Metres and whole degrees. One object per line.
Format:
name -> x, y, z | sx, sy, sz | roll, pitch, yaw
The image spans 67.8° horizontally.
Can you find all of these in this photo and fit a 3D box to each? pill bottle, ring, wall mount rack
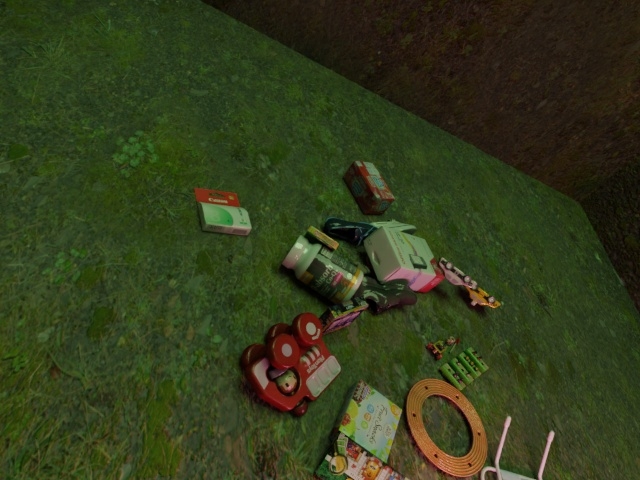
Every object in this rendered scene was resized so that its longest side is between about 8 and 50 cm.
pill bottle -> 0.006, 0.109, 1.763 | 0.279, 0.162, 0.162 | 33, 39, -3
ring -> 0.432, 0.640, 1.648 | 0.337, 0.032, 0.336 | 19, 43, -19
wall mount rack -> 0.712, 0.790, 1.624 | 0.350, 0.130, 0.304 | 23, 41, -17

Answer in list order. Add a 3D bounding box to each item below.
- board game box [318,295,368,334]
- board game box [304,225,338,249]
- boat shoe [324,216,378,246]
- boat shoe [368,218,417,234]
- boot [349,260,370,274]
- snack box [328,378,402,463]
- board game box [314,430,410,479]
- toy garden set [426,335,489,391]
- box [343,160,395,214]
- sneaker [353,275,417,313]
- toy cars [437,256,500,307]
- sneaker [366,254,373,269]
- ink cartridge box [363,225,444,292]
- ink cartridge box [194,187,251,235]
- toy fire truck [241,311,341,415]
board game box -> 0.067, 0.266, 1.665 | 0.170, 0.141, 0.048 | -12, 60, -43
board game box -> 0.000, 0.000, 1.830 | 0.124, 0.039, 0.259 | 33, -4, -1
boat shoe -> 0.140, -0.024, 2.054 | 0.259, 0.108, 0.089 | 7, 34, -10
boat shoe -> 0.336, -0.056, 2.229 | 0.268, 0.096, 0.088 | -8, 61, -31
boot -> 0.169, 0.126, 1.950 | 0.087, 0.042, 0.118 | 13, 35, -39
snack box -> 0.145, 0.567, 1.479 | 0.175, 0.070, 0.207 | 37, 41, 0
board game box -> 0.124, 0.671, 1.345 | 0.260, 0.030, 0.136 | 35, 72, -1
toy garden set -> 0.550, 0.459, 1.888 | 0.244, 0.049, 0.203 | -13, 56, -46
box -> 0.234, -0.257, 2.324 | 0.128, 0.122, 0.256 | -1, 52, -37
sneaker -> 0.250, 0.234, 1.879 | 0.287, 0.109, 0.130 | 10, 51, -15
toy cars -> 0.648, 0.208, 2.126 | 0.394, 0.087, 0.176 | 35, 4, -32
sneaker -> 0.242, 0.106, 2.036 | 0.057, 0.047, 0.119 | -18, 71, -52
ink cartridge box -> 0.357, 0.084, 2.033 | 0.306, 0.131, 0.226 | 15, 43, -42
ink cartridge box -> -0.372, -0.124, 1.807 | 0.181, 0.056, 0.224 | 6, 50, -32
toy fire truck -> -0.078, 0.383, 1.447 | 0.302, 0.169, 0.253 | -35, 94, -49
